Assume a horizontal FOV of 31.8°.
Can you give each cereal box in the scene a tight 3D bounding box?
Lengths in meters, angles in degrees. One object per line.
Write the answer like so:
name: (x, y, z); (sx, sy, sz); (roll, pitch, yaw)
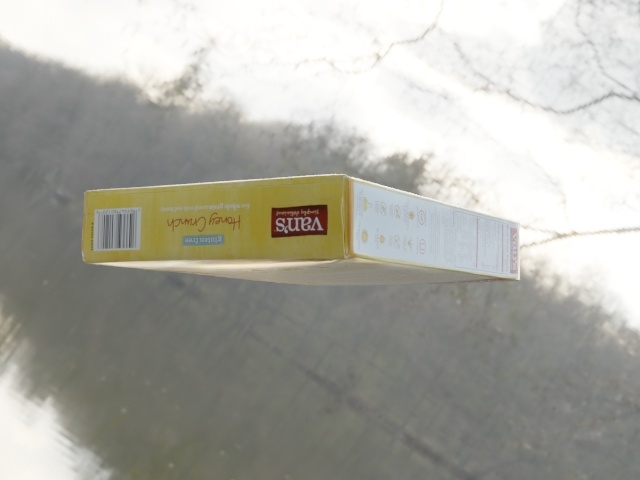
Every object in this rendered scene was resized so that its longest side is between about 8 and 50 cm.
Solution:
cereal box: (0.000, 0.000, 0.681); (0.173, 0.047, 0.240); (-2, -5, 29)
